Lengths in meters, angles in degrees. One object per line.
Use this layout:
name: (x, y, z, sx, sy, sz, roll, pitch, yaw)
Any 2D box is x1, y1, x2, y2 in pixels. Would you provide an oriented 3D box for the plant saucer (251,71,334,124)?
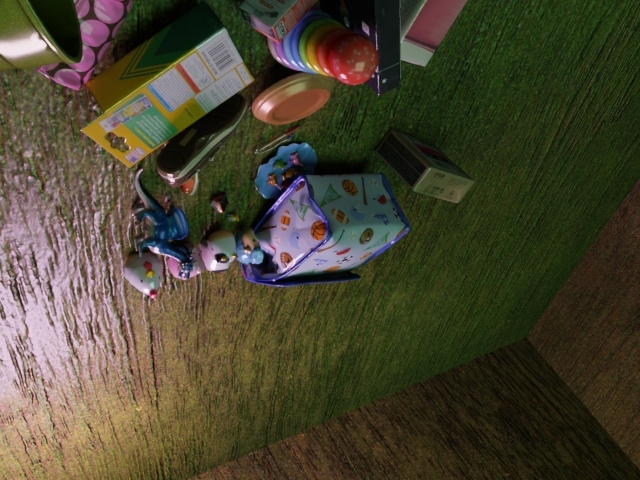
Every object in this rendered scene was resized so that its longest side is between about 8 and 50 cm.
plant saucer: (-0.057, -0.318, 1.472, 0.200, 0.037, 0.200, -21, 171, -4)

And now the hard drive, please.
hard drive: (0.072, -0.484, 1.271, 0.064, 0.237, 0.338, -28, 145, -12)

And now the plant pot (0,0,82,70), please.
plant pot: (-0.551, -0.358, 0.826, 0.353, 0.366, 0.366, -18, 145, -4)

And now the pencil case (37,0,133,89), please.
pencil case: (-0.418, -0.363, 1.127, 0.209, 0.095, 0.098, -52, 174, 23)

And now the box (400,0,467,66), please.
box: (0.214, -0.527, 1.420, 0.127, 0.148, 0.232, 0, 134, -42)

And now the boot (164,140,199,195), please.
boot: (-0.323, -0.168, 1.490, 0.085, 0.059, 0.157, -13, 133, -25)

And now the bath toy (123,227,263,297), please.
bath toy: (-0.332, 0.057, 1.696, 0.348, 0.129, 0.151, -16, 143, -26)

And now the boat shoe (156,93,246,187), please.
boat shoe: (-0.257, -0.218, 1.414, 0.257, 0.095, 0.095, -47, 163, -22)

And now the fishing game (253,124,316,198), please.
fishing game: (-0.086, -0.176, 1.700, 0.189, 0.041, 0.264, -31, 147, -11)

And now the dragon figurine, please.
dragon figurine: (-0.369, -0.043, 1.544, 0.144, 0.085, 0.289, -10, 110, -25)

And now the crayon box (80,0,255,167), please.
crayon box: (-0.306, -0.297, 1.270, 0.323, 0.083, 0.203, -35, 163, 0)

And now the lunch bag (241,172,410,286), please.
lunch bag: (0.000, 0.000, 1.822, 0.328, 0.238, 0.385, -4, 154, -43)

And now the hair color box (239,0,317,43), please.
hair color box: (-0.065, -0.472, 1.249, 0.167, 0.093, 0.053, -49, 158, -9)

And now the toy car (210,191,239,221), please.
toy car: (-0.250, -0.072, 1.674, 0.041, 0.060, 0.122, -5, 141, 12)

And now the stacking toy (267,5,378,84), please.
stacking toy: (0.010, -0.369, 1.256, 0.141, 0.330, 0.141, -11, 120, -19)

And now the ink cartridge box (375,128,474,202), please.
ink cartridge box: (0.299, -0.211, 1.851, 0.235, 0.193, 0.088, 8, 126, -47)
